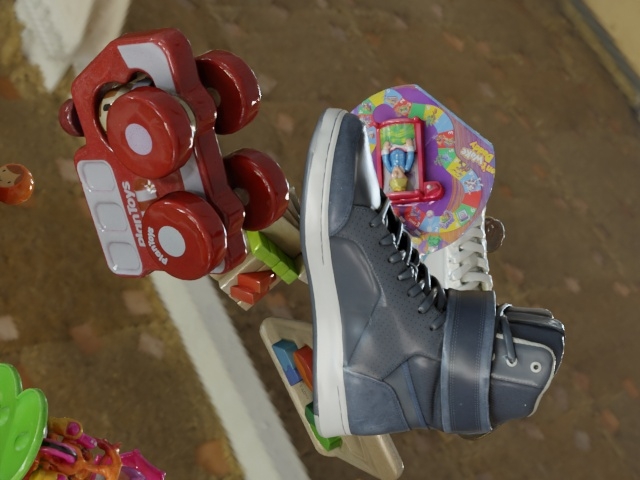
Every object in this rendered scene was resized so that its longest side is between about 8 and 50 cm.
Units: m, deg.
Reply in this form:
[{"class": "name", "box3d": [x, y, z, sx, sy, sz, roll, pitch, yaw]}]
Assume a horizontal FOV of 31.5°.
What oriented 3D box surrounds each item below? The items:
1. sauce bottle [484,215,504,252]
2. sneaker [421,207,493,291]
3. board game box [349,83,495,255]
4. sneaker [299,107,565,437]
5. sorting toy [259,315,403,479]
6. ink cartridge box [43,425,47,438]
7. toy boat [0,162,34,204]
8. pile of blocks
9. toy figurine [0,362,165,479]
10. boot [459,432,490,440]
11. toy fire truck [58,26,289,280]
[{"class": "sauce bottle", "box3d": [0.150, -0.018, 1.301, 0.042, 0.042, 0.128, 2, -170, -43]}, {"class": "sneaker", "box3d": [0.145, 0.017, 1.205, 0.087, 0.229, 0.092, -12, -145, -30]}, {"class": "board game box", "box3d": [0.079, -0.071, 1.064, 0.168, 0.133, 0.033, 43, -173, 21]}, {"class": "sneaker", "box3d": [0.073, 0.023, 0.727, 0.163, 0.226, 0.086, 0, -158, 13]}, {"class": "sorting toy", "box3d": [0.022, 0.240, 1.431, 0.041, 0.229, 0.307, -28, -82, -21]}, {"class": "ink cartridge box", "box3d": [-0.320, 0.272, 0.978, 0.092, 0.219, 0.160, 28, -150, -47]}, {"class": "toy boat", "box3d": [-0.474, -0.062, 1.588, 0.151, 0.231, 0.151, -25, -96, -14]}, {"class": "pile of blocks", "box3d": [0.000, 0.000, 1.695, 0.112, 0.362, 0.149, -112, 2, -56]}, {"class": "toy figurine", "box3d": [-0.180, 0.174, 0.849, 0.159, 0.173, 0.130, 26, -120, -32]}, {"class": "boot", "box3d": [0.214, 0.202, 1.508, 0.082, 0.219, 0.106, 42, -142, 22]}, {"class": "toy fire truck", "box3d": [-0.199, -0.092, 1.335, 0.169, 0.254, 0.302, -41, -58, -48]}]
